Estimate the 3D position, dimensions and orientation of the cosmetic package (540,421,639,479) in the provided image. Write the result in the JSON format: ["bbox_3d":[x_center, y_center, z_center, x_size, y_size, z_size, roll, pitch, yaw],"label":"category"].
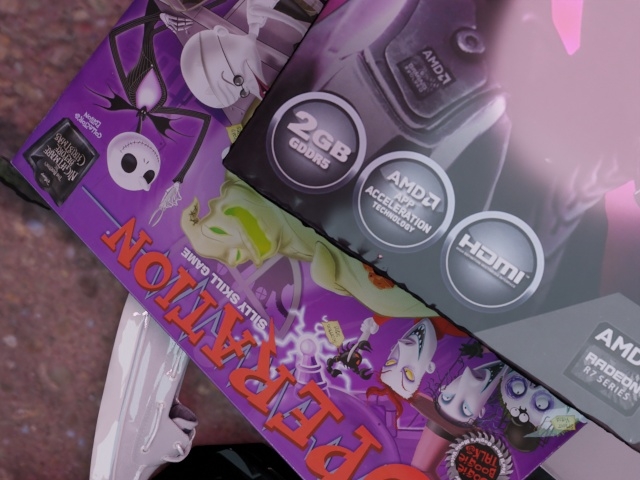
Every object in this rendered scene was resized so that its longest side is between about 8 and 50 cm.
[{"bbox_3d":[0.223,0.045,0.618,0.238,0.127,0.107,-42,102,15],"label":"cosmetic package"}]

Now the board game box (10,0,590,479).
[{"bbox_3d":[0.000,0.000,0.589,0.347,0.056,0.208,45,112,9],"label":"board game box"}]

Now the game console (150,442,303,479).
[{"bbox_3d":[-0.015,0.312,0.777,0.361,0.044,0.213,43,107,-14],"label":"game console"}]

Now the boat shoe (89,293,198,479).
[{"bbox_3d":[-0.113,0.119,0.692,0.063,0.066,0.184,12,94,-2],"label":"boat shoe"}]

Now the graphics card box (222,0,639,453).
[{"bbox_3d":[0.152,-0.122,0.462,0.232,0.094,0.371,35,98,2],"label":"graphics card box"}]
